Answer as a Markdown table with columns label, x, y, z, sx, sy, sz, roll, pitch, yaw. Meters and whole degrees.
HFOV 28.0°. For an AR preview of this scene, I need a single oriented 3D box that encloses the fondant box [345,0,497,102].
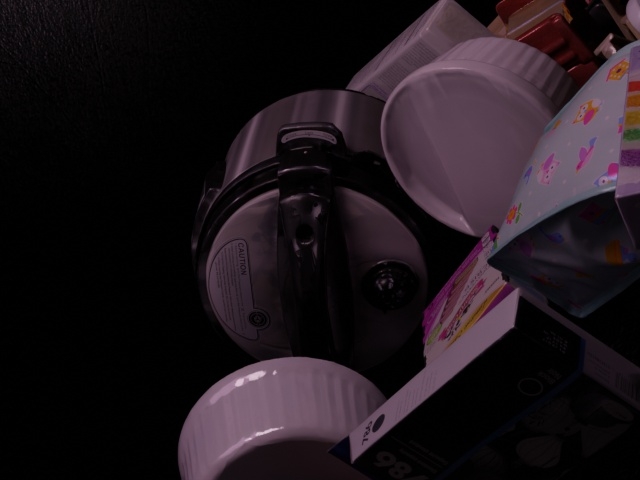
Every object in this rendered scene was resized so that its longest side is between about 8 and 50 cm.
| label | x | y | z | sx | sy | sz | roll | pitch | yaw |
| --- | --- | --- | --- | --- | --- | --- | --- | --- | --- |
| fondant box | 0.190 | -0.214 | 2.017 | 0.096 | 0.238 | 0.330 | -57 | 11 | -25 |

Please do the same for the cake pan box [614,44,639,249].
| label | x | y | z | sx | sy | sz | roll | pitch | yaw |
| --- | --- | --- | --- | --- | --- | --- | --- | --- | --- |
| cake pan box | 0.395 | -0.110 | 1.103 | 0.267 | 0.070 | 0.245 | -11 | 38 | 27 |

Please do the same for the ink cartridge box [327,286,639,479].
| label | x | y | z | sx | sy | sz | roll | pitch | yaw |
| --- | --- | --- | --- | --- | --- | --- | --- | --- | --- |
| ink cartridge box | 0.154 | 0.195 | 1.282 | 0.332 | 0.165 | 0.065 | -47 | 16 | 40 |

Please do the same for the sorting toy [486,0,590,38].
| label | x | y | z | sx | sy | sz | roll | pitch | yaw |
| --- | --- | --- | --- | --- | --- | --- | --- | --- | --- |
| sorting toy | 0.342 | -0.328 | 2.054 | 0.274 | 0.046 | 0.132 | -48 | 51 | 24 |

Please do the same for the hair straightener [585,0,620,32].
| label | x | y | z | sx | sy | sz | roll | pitch | yaw |
| --- | --- | --- | --- | --- | --- | --- | --- | --- | --- |
| hair straightener | 0.367 | -0.275 | 1.946 | 0.230 | 0.047 | 0.089 | -47 | 15 | 40 |

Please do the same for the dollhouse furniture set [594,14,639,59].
| label | x | y | z | sx | sy | sz | roll | pitch | yaw |
| --- | --- | --- | --- | --- | --- | --- | --- | --- | --- |
| dollhouse furniture set | 0.424 | -0.190 | 1.551 | 0.144 | 0.123 | 0.151 | -49 | 49 | 31 |

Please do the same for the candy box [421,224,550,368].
| label | x | y | z | sx | sy | sz | roll | pitch | yaw |
| --- | --- | --- | --- | --- | --- | --- | --- | --- | --- |
| candy box | 0.197 | 0.090 | 1.571 | 0.159 | 0.071 | 0.233 | -53 | 8 | 15 |

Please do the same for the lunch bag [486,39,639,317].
| label | x | y | z | sx | sy | sz | roll | pitch | yaw |
| --- | --- | --- | --- | --- | --- | --- | --- | --- | --- |
| lunch bag | 0.320 | -0.073 | 1.351 | 0.223 | 0.160 | 0.262 | -63 | 8 | -33 |

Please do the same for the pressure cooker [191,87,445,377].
| label | x | y | z | sx | sy | sz | roll | pitch | yaw |
| --- | --- | --- | --- | --- | --- | --- | --- | --- | --- |
| pressure cooker | 0.006 | -0.002 | 1.894 | 0.375 | 0.370 | 0.420 | -43 | 17 | 23 |

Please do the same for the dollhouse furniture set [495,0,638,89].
| label | x | y | z | sx | sy | sz | roll | pitch | yaw |
| --- | --- | --- | --- | --- | --- | --- | --- | --- | --- |
| dollhouse furniture set | 0.420 | -0.317 | 1.714 | 0.374 | 0.152 | 0.201 | -31 | 22 | 26 |

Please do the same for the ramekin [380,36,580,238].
| label | x | y | z | sx | sy | sz | roll | pitch | yaw |
| --- | --- | --- | --- | --- | --- | --- | --- | --- | --- |
| ramekin | 0.224 | -0.141 | 1.674 | 0.273 | 0.273 | 0.127 | -42 | 7 | 49 |

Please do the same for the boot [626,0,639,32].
| label | x | y | z | sx | sy | sz | roll | pitch | yaw |
| --- | --- | --- | --- | --- | --- | --- | --- | --- | --- |
| boot | 0.438 | -0.304 | 1.447 | 0.258 | 0.095 | 0.123 | -36 | -19 | -49 |

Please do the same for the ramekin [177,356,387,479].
| label | x | y | z | sx | sy | sz | roll | pitch | yaw |
| --- | --- | --- | --- | --- | --- | --- | --- | --- | --- |
| ramekin | -0.031 | 0.289 | 1.531 | 0.277 | 0.277 | 0.135 | -53 | 21 | 18 |
